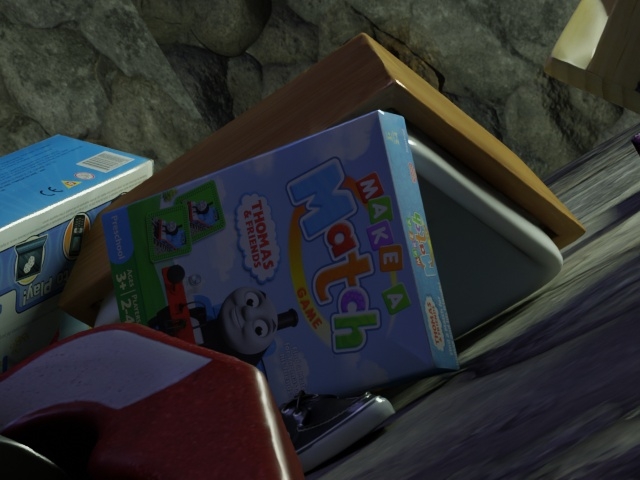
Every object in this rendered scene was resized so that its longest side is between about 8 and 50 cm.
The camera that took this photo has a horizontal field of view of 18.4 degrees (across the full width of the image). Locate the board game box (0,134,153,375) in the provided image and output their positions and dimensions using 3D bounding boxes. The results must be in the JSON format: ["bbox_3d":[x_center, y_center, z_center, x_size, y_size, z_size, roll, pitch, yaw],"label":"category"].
[{"bbox_3d":[-0.241,0.111,1.374,0.086,0.302,0.308,16,22,23],"label":"board game box"}]

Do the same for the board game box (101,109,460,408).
[{"bbox_3d":[-0.029,0.029,1.211,0.211,0.160,0.039,-19,-15,27],"label":"board game box"}]

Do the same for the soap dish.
[{"bbox_3d":[0.000,0.000,1.356,0.291,0.118,0.229,-33,-42,24],"label":"soap dish"}]

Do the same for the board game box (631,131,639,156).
[{"bbox_3d":[0.418,-0.153,1.622,0.347,0.056,0.208,-31,4,7],"label":"board game box"}]

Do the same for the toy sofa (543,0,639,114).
[{"bbox_3d":[0.280,-0.233,1.185,0.150,0.177,0.362,-57,-12,-47],"label":"toy sofa"}]

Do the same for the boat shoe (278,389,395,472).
[{"bbox_3d":[-0.012,0.109,1.131,0.049,0.040,0.142,-31,0,-40],"label":"boat shoe"}]

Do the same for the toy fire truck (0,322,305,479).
[{"bbox_3d":[-0.120,0.124,0.438,0.302,0.169,0.254,-32,24,-24],"label":"toy fire truck"}]
